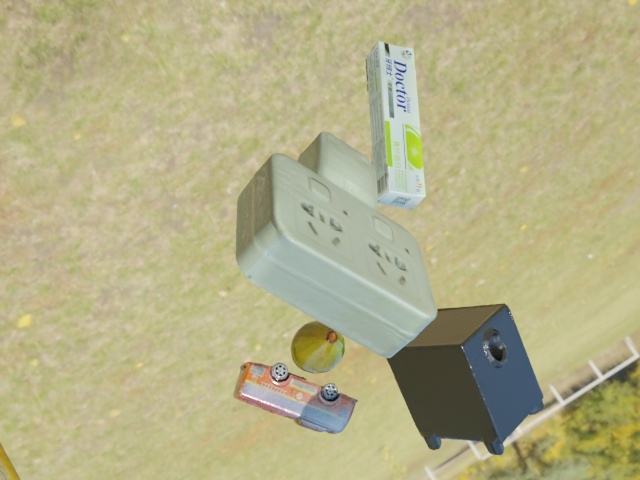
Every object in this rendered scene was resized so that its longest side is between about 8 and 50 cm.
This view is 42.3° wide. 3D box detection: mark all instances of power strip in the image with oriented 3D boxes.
[{"bbox_3d":[0.000,0.000,0.981,0.229,0.261,0.141,31,119,-25],"label":"power strip"}]

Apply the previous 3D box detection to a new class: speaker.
[{"bbox_3d":[0.301,0.282,1.706,0.184,0.254,0.232,-33,-167,-38],"label":"speaker"}]

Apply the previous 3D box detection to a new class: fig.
[{"bbox_3d":[0.000,0.145,1.137,0.074,0.074,0.088,-22,172,-30],"label":"fig"}]

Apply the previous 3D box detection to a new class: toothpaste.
[{"bbox_3d":[0.143,-0.228,1.610,0.081,0.337,0.067,8,156,-21],"label":"toothpaste"}]

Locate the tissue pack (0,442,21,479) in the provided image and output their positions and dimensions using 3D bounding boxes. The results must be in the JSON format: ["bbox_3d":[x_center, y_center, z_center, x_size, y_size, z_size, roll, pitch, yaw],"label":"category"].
[{"bbox_3d":[-0.732,0.428,1.482,0.293,0.382,0.228,-40,164,19],"label":"tissue pack"}]

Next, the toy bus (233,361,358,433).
[{"bbox_3d":[-0.041,0.248,1.314,0.065,0.192,0.077,139,-28,-68],"label":"toy bus"}]
